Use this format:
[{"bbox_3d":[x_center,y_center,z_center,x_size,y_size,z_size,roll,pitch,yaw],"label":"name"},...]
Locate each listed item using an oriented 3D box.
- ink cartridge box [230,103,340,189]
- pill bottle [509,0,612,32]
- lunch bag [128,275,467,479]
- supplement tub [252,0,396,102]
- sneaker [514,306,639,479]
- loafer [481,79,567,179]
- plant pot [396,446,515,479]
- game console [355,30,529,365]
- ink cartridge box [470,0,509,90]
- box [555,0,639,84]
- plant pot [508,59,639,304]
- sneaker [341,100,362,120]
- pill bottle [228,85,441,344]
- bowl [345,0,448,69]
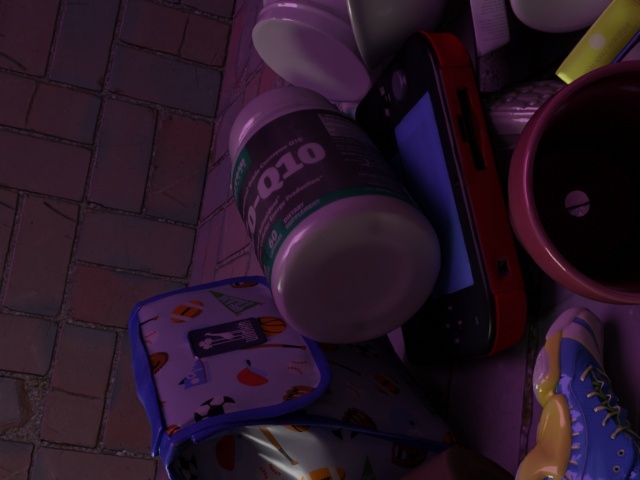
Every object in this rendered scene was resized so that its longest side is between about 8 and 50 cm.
[{"bbox_3d":[-0.005,-0.063,1.451,0.232,0.171,0.168,57,151,15],"label":"ink cartridge box"},{"bbox_3d":[0.270,-0.370,1.036,0.130,0.131,0.245,127,150,-53],"label":"pill bottle"},{"bbox_3d":[-0.046,0.211,1.145,0.238,0.386,0.328,-63,26,14],"label":"lunch bag"},{"bbox_3d":[0.056,-0.410,1.413,0.331,0.241,0.241,-63,13,-17],"label":"supplement tub"},{"bbox_3d":[0.261,0.177,0.833,0.126,0.091,0.240,-1,64,42],"label":"sneaker"},{"bbox_3d":[0.221,-0.129,1.108,0.111,0.112,0.319,70,164,-12],"label":"loafer"},{"bbox_3d":[0.115,0.341,0.923,0.229,0.263,0.263,-54,25,16],"label":"plant pot"},{"bbox_3d":[0.133,-0.038,1.141,0.342,0.060,0.386,145,115,-70],"label":"game console"},{"bbox_3d":[0.199,-0.309,1.098,0.223,0.045,0.223,-73,-26,-64],"label":"ink cartridge box"},{"bbox_3d":[0.292,-0.208,0.853,0.178,0.042,0.109,-41,-11,-42],"label":"box"},{"bbox_3d":[0.255,-0.040,0.807,0.180,0.202,0.201,119,161,-83],"label":"plant pot"},{"bbox_3d":[0.138,-0.172,1.420,0.256,0.094,0.151,-1,103,57],"label":"sneaker"},{"bbox_3d":[-0.002,-0.050,1.157,0.361,0.204,0.204,-118,42,-54],"label":"pill bottle"},{"bbox_3d":[0.104,-0.372,1.124,0.298,0.134,0.297,-6,-90,-78],"label":"bowl"}]
